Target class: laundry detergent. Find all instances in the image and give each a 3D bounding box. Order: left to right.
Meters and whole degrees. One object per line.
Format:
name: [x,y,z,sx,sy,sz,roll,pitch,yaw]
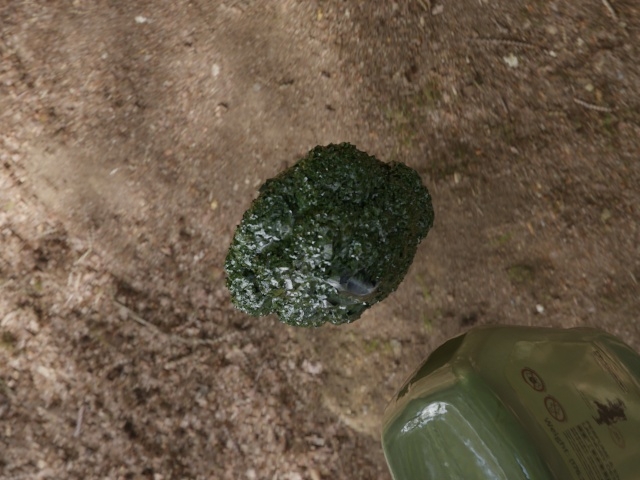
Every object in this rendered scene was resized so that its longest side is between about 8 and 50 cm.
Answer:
laundry detergent: [0.156,0.131,0.531,0.091,0.253,0.181,-45,64,32]

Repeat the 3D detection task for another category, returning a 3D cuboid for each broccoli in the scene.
broccoli: [0.000,0.000,0.648,0.146,0.138,0.162,25,109,-35]
